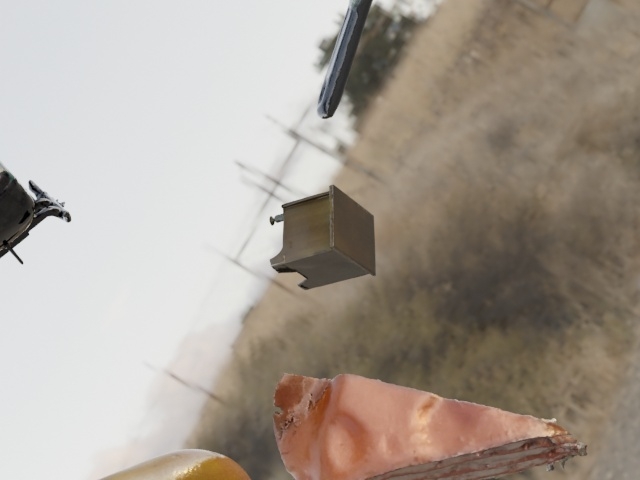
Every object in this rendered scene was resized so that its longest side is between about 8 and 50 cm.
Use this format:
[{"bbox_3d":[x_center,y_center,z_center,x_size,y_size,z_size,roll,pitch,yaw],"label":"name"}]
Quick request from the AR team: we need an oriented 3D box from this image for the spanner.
[{"bbox_3d":[0.051,-0.242,1.068,0.087,0.024,0.316,-121,48,-70],"label":"spanner"}]

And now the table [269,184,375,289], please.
[{"bbox_3d":[0.000,0.000,1.435,0.083,0.082,0.070,35,-133,-51],"label":"table"}]

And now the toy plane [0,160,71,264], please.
[{"bbox_3d":[-0.289,-0.061,1.066,0.106,0.155,0.381,-40,22,-8],"label":"toy plane"}]

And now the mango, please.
[{"bbox_3d":[-0.184,0.319,1.714,0.253,0.113,0.138,7,-56,-35],"label":"mango"}]

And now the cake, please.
[{"bbox_3d":[0.097,0.193,1.274,0.098,0.287,0.135,81,-165,-52],"label":"cake"}]
